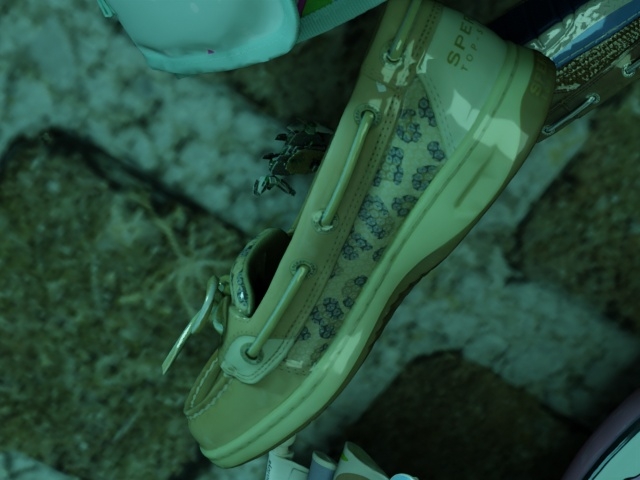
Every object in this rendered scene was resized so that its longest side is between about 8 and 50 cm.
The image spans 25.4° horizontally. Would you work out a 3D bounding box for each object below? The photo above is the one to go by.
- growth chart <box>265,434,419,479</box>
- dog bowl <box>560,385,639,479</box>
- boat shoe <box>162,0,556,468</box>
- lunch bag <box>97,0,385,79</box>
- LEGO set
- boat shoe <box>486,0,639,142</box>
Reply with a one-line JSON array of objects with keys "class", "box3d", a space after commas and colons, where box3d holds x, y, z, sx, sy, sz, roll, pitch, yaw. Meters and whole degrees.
[{"class": "growth chart", "box3d": [0.034, 0.193, 0.754, 0.021, 0.237, 0.171, -12, 117, -36]}, {"class": "dog bowl", "box3d": [0.294, 0.210, 0.774, 0.408, 0.150, 0.407, -5, 119, -8]}, {"class": "boat shoe", "box3d": [0.000, 0.000, 0.695, 0.089, 0.104, 0.285, 31, 120, -12]}, {"class": "lunch bag", "box3d": [-0.023, -0.204, 0.574, 0.262, 0.160, 0.223, -23, 119, 21]}, {"class": "LEGO set", "box3d": [0.000, -0.050, 0.724, 0.083, 0.023, 0.054, -19, 145, -12]}, {"class": "boat shoe", "box3d": [0.160, -0.110, 0.683, 0.183, 0.066, 0.066, -28, 119, 22]}]
